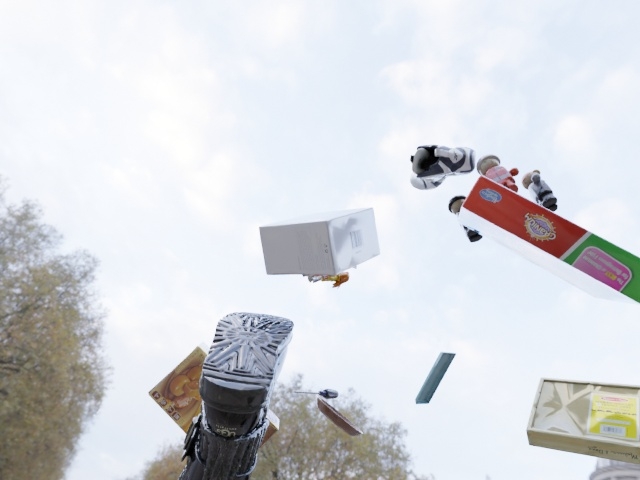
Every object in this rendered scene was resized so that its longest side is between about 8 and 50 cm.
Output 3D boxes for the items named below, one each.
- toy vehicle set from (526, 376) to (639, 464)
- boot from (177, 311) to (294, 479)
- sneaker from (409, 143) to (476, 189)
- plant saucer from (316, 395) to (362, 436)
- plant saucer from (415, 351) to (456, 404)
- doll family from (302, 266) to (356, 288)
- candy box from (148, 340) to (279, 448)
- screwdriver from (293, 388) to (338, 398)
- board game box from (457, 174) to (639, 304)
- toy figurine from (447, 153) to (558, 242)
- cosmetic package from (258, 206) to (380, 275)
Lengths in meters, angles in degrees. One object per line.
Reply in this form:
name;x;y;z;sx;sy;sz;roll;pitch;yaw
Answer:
toy vehicle set;0.525;0.319;0.798;0.266;0.166;0.035;-7;-73;38
boot;-0.139;0.279;0.737;0.131;0.348;0.261;10;-79;3
sneaker;0.280;-0.200;1.199;0.152;0.094;0.235;8;-4;-26
plant saucer;0.049;0.521;1.311;0.168;0.029;0.168;35;-13;9
plant saucer;0.352;0.423;1.379;0.067;0.018;0.192;14;-75;-37
doll family;0.050;0.093;1.659;0.163;0.263;0.119;-3;-57;23
candy box;-0.285;0.456;1.221;0.316;0.183;0.087;46;-5;1
screwdriver;-0.011;0.354;1.048;0.024;0.025;0.169;-37;-40;21
board game box;0.416;0.002;0.835;0.316;0.242;0.064;32;-86;16
toy figurine;0.459;-0.097;1.138;0.209;0.148;0.213;10;-50;-18
cosmetic package;0.000;0.000;1.174;0.224;0.224;0.138;-5;-82;37
